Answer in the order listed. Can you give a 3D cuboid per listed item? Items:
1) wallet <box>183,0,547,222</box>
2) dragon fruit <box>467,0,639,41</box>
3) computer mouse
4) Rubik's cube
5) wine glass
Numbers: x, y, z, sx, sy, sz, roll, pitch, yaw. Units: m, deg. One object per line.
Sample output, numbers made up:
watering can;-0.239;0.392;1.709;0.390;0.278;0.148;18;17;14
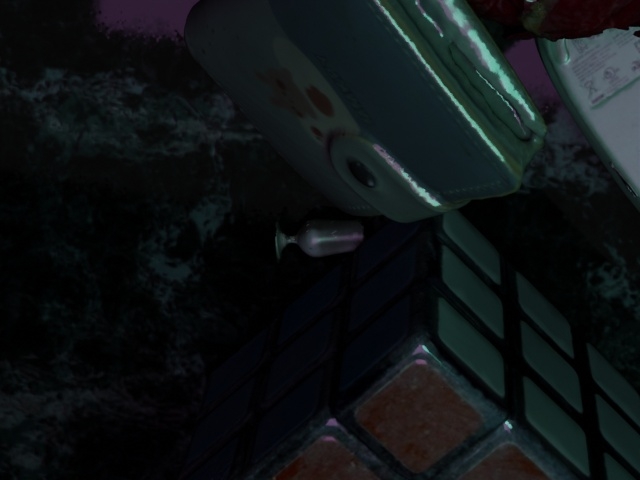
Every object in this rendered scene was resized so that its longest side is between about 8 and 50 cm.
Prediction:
wallet;0.026;-0.121;1.387;0.083;0.360;0.252;-42;102;-21
dragon fruit;0.189;-0.298;1.297;0.329;0.329;0.329;2;109;7
computer mouse;0.305;-0.112;1.461;0.159;0.097;0.288;-35;87;16
Rubik's cube;0.084;0.195;1.478;0.305;0.301;0.304;-40;106;18
wine glass;0.000;0.000;1.569;0.083;0.042;0.039;-2;115;5
